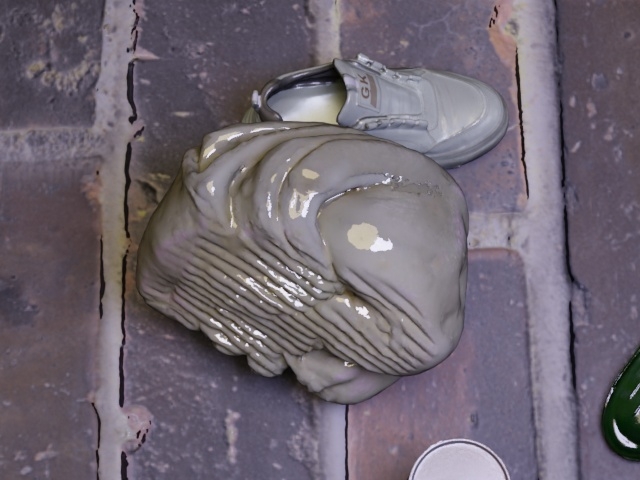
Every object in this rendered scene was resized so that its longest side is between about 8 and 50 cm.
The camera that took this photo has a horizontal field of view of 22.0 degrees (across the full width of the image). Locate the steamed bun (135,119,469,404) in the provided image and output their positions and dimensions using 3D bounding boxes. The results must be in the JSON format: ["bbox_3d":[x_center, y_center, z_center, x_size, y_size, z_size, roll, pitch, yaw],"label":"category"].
[{"bbox_3d":[0.000,0.000,1.754,0.339,0.352,0.247,30,51,-4],"label":"steamed bun"}]

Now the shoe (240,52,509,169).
[{"bbox_3d":[0.057,-0.154,1.877,0.316,0.159,0.124,-8,70,2],"label":"shoe"}]

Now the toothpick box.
[{"bbox_3d":[0.139,0.275,1.718,0.111,0.180,0.111,0,72,0],"label":"toothpick box"}]

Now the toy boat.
[{"bbox_3d":[0.391,0.153,1.819,0.104,0.052,0.210,37,78,10],"label":"toy boat"}]
